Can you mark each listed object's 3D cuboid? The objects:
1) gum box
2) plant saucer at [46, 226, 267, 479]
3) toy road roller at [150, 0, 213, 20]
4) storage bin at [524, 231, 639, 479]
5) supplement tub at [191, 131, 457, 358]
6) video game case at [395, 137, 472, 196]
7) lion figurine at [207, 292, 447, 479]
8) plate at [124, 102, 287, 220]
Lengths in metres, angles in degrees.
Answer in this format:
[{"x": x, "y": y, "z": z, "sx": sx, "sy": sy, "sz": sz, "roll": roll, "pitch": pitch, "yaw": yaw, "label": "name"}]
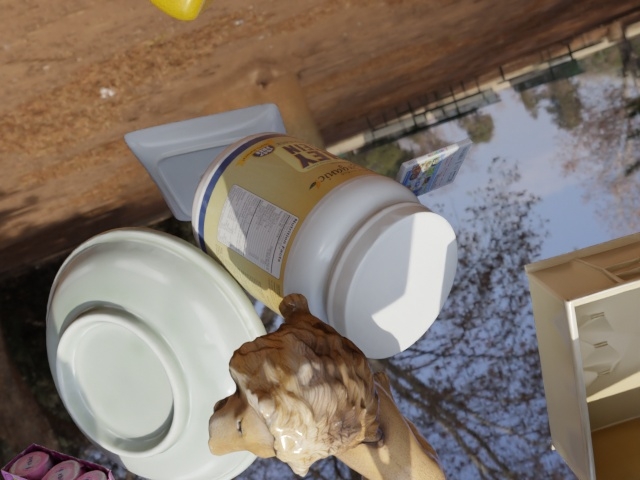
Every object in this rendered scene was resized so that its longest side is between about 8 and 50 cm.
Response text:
[{"x": -0.355, "y": 0.366, "z": 1.036, "sx": 0.188, "sy": 0.107, "sz": 0.062, "roll": 3, "pitch": -151, "yaw": 34, "label": "gum box"}, {"x": -0.254, "y": 0.185, "z": 1.017, "sx": 0.401, "sy": 0.400, "sz": 0.100, "roll": -15, "pitch": -172, "yaw": 28, "label": "plant saucer"}, {"x": -0.182, "y": -0.411, "z": 0.845, "sx": 0.240, "sy": 0.330, "sz": 0.202, "roll": -60, "pitch": -169, "yaw": 26, "label": "toy road roller"}, {"x": 0.391, "y": 0.131, "z": 0.840, "sx": 0.261, "sy": 0.262, "sz": 0.123, "roll": -15, "pitch": -162, "yaw": -5, "label": "storage bin"}, {"x": 0.000, "y": 0.000, "z": 0.972, "sx": 0.228, "sy": 0.228, "sz": 0.316, "roll": -26, "pitch": -142, "yaw": -32, "label": "supplement tub"}, {"x": 0.153, "y": -0.095, "z": 1.028, "sx": 0.122, "sy": 0.011, "sz": 0.087, "roll": -23, "pitch": 152, "yaw": -27, "label": "video game case"}, {"x": 0.043, "y": 0.197, "z": 0.747, "sx": 0.142, "sy": 0.392, "sz": 0.240, "roll": -51, "pitch": -150, "yaw": 1, "label": "lion figurine"}, {"x": -0.183, "y": -0.125, "z": 1.355, "sx": 0.278, "sy": 0.045, "sz": 0.277, "roll": -11, "pitch": 147, "yaw": 5, "label": "plate"}]
